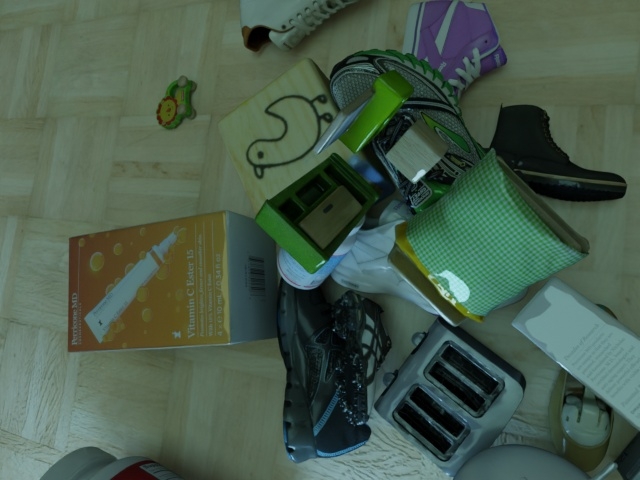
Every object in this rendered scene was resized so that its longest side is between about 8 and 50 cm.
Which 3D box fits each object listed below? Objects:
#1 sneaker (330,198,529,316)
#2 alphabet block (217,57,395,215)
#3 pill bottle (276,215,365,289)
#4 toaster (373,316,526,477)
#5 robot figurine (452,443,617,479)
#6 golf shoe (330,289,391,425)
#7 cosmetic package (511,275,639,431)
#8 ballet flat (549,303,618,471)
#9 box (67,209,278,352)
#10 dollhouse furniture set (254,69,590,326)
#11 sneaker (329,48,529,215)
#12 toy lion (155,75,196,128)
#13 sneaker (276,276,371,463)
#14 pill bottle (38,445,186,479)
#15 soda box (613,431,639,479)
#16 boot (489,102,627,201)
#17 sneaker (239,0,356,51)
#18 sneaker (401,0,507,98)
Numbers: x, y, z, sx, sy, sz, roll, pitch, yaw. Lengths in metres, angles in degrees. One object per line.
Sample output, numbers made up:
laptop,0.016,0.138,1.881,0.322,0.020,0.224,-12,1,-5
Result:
sneaker,0.152,0.023,0.715,0.305,0.114,0.152,11,112,23
alphabet block,-0.018,-0.134,0.786,0.192,0.193,0.197,-31,72,14
pill bottle,0.000,0.000,0.712,0.087,0.087,0.160,58,140,18
toaster,0.191,0.226,0.694,0.186,0.110,0.168,38,99,22
robot figurine,0.228,0.394,0.569,0.200,0.300,0.353,43,130,49
golf shoe,0.072,0.172,0.716,0.077,0.094,0.198,-39,44,49
cosmetic package,0.347,0.150,0.554,0.231,0.117,0.085,42,99,33
ballet flat,0.359,0.201,0.648,0.080,0.073,0.232,5,85,21
box,-0.267,0.085,0.871,0.345,0.168,0.215,-8,80,22
dollhouse furniture set,0.112,-0.008,0.541,0.301,0.151,0.197,44,136,0
sneaker,0.145,-0.120,0.648,0.343,0.146,0.134,42,135,-1
toy lion,-0.312,-0.290,1.018,0.096,0.034,0.100,-5,81,29
sneaker,-0.001,0.178,0.796,0.139,0.125,0.341,-3,76,-7
pill bottle,-0.285,0.510,0.788,0.408,0.229,0.229,16,89,24
soda box,0.496,0.210,0.580,0.098,0.091,0.286,37,98,22
boot,0.345,-0.136,0.703,0.198,0.077,0.137,12,83,22
sneaker,-0.024,-0.416,0.882,0.290,0.106,0.123,-2,86,33
sneaker,0.207,-0.252,0.760,0.161,0.102,0.282,7,86,19
